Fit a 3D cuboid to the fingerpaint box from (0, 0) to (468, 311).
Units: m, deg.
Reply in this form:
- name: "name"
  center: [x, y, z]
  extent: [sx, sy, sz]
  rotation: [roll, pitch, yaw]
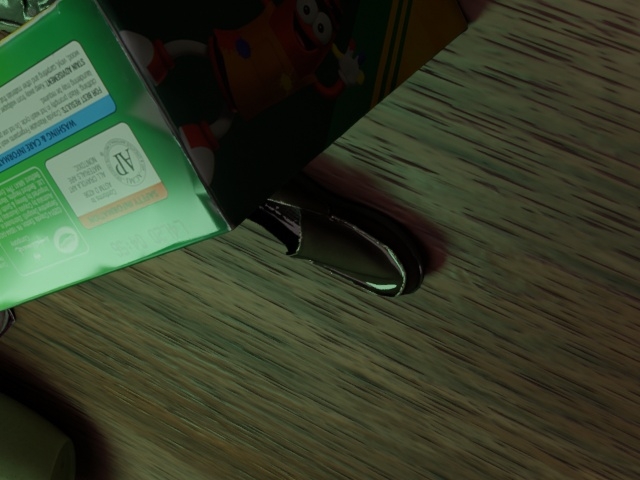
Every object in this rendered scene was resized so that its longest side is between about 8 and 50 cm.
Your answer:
- name: "fingerpaint box"
  center: [-0.156, -0.102, 0.741]
  extent: [0.445, 0.371, 0.163]
  rotation: [-17, 109, 38]

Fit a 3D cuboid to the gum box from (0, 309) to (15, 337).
- name: "gum box"
  center: [-0.522, 0.061, 1.275]
  extent: [0.107, 0.062, 0.188]
  rotation: [16, 141, 23]

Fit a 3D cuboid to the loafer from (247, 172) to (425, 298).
- name: "loafer"
  center: [0.000, 0.000, 0.913]
  extent: [0.220, 0.078, 0.080]
  rotation: [29, 132, 12]

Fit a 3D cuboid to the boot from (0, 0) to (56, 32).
- name: "boot"
  center: [-0.309, -0.294, 0.871]
  extent: [0.190, 0.076, 0.208]
  rotation: [13, 150, 0]

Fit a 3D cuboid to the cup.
- name: "cup"
  center: [-0.513, 0.375, 1.376]
  extent: [0.237, 0.331, 0.331]
  rotation: [7, 128, 0]
